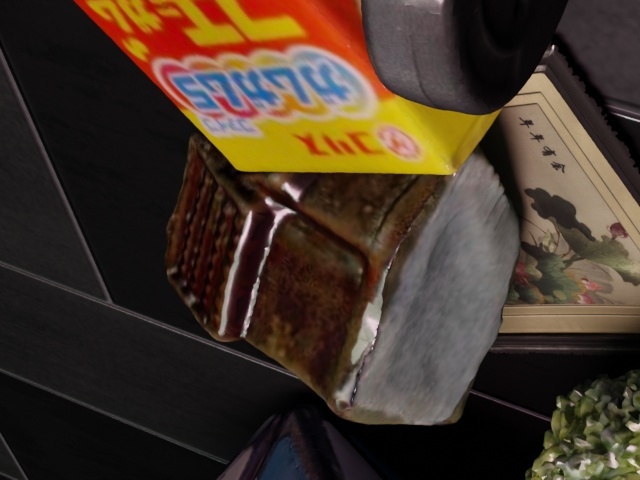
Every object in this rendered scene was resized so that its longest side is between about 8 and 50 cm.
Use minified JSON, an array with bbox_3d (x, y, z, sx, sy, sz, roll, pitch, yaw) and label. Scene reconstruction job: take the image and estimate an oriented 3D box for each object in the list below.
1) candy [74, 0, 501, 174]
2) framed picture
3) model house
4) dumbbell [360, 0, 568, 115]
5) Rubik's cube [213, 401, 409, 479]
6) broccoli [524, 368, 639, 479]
[{"bbox_3d":[-0.055,-0.141,0.608,0.146,0.088,0.276,4,145,51],"label":"candy"},{"bbox_3d":[0.078,-0.011,0.789,0.199,0.010,0.195,-2,137,46],"label":"framed picture"},{"bbox_3d":[0.002,-0.006,0.779,0.152,0.106,0.165,31,118,27],"label":"model house"},{"bbox_3d":[0.116,-0.087,0.476,0.325,0.143,0.143,16,149,19],"label":"dumbbell"},{"bbox_3d":[0.014,0.316,0.967,0.310,0.305,0.307,38,-171,-15],"label":"Rubik's cube"},{"bbox_3d":[0.177,0.155,0.790,0.198,0.176,0.226,5,165,23],"label":"broccoli"}]
